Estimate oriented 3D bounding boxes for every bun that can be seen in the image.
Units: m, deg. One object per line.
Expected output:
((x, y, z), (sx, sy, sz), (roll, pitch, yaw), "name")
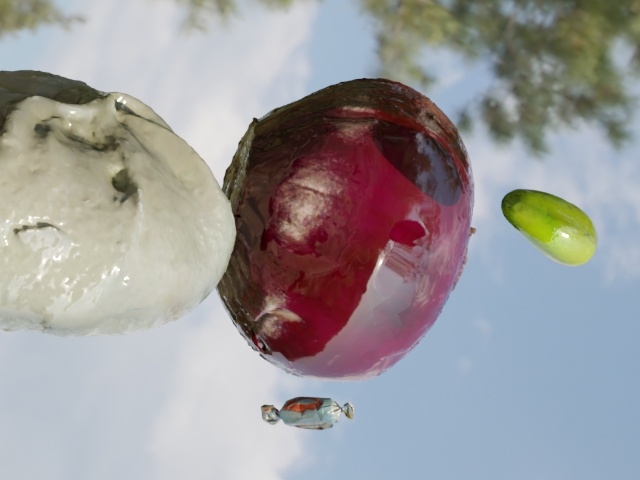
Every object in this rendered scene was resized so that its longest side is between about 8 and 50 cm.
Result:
((-0.242, -0.042, 1.228), (0.354, 0.355, 0.194), (33, -64, 59), "bun")

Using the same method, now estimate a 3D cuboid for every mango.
((0.215, -0.014, 1.370), (0.056, 0.108, 0.073), (-58, -158, 12), "mango")

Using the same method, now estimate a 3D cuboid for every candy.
((-0.010, 0.148, 1.233), (0.083, 0.030, 0.020), (-3, -138, 17), "candy")

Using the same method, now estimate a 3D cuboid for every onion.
((0.024, -0.010, 1.552), (0.336, 0.282, 0.260), (-58, -168, 7), "onion")
